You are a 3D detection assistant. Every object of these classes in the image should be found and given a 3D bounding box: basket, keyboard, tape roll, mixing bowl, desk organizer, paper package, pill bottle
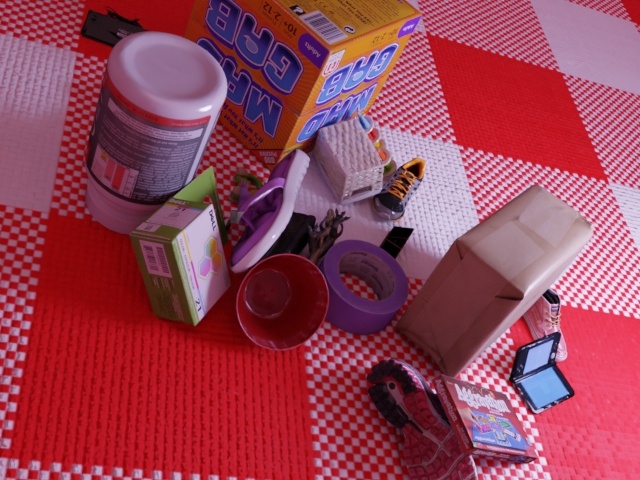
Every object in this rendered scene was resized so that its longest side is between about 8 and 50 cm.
[{"bbox_3d":[0.064,-0.185,1.896,0.113,0.103,0.167,-19,60,-16],"label":"basket"},{"bbox_3d":[-0.469,-0.493,1.975,0.192,0.038,0.100,19,68,-13],"label":"keyboard"},{"bbox_3d":[0.080,0.095,1.690,0.189,0.080,0.189,15,46,-16],"label":"tape roll"},{"bbox_3d":[-0.086,0.107,1.551,0.181,0.181,0.098,5,6,-24],"label":"mixing bowl"},{"bbox_3d":[0.160,0.011,1.827,0.047,0.050,0.130,34,44,4],"label":"desk organizer"},{"bbox_3d":[0.354,0.083,1.677,0.168,0.309,0.325,43,44,16],"label":"paper package"},{"bbox_3d":[-0.320,-0.185,1.526,0.210,0.363,0.210,15,46,-16],"label":"pill bottle"}]

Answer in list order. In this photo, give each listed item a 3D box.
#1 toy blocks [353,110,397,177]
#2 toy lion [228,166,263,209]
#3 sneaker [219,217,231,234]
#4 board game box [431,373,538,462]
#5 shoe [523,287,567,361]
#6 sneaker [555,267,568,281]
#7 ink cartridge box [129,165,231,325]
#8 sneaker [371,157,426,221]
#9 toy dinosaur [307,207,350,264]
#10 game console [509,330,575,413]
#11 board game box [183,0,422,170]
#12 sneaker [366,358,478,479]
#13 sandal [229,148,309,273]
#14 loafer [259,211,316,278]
[{"bbox_3d":[0.125,-0.234,1.965,0.148,0.054,0.123,50,16,-55],"label":"toy blocks"},{"bbox_3d":[-0.147,-0.102,1.785,0.096,0.034,0.100,23,43,-17],"label":"toy lion"},{"bbox_3d":[-0.214,-0.017,1.677,0.035,0.031,0.083,16,45,22],"label":"sneaker"},{"bbox_3d":[0.311,0.337,1.537,0.281,0.027,0.145,24,34,-50],"label":"board game box"},{"bbox_3d":[0.509,0.177,1.838,0.063,0.081,0.178,-4,53,-30],"label":"shoe"},{"bbox_3d":[0.482,0.009,1.926,0.256,0.151,0.094,13,48,-16],"label":"sneaker"},{"bbox_3d":[-0.220,0.002,1.524,0.097,0.188,0.255,10,38,27],"label":"ink cartridge box"},{"bbox_3d":[0.188,-0.125,1.942,0.084,0.083,0.215,32,45,0],"label":"sneaker"},{"bbox_3d":[0.000,0.000,1.704,0.064,0.118,0.268,29,43,7],"label":"toy dinosaur"},{"bbox_3d":[0.477,0.276,1.735,0.144,0.124,0.085,-14,32,-36],"label":"game console"},{"bbox_3d":[-0.061,-0.452,1.908,0.356,0.356,0.356,44,45,14],"label":"board game box"},{"bbox_3d":[0.204,0.346,1.509,0.112,0.121,0.299,13,46,-61],"label":"sneaker"},{"bbox_3d":[-0.126,-0.072,1.643,0.102,0.169,0.416,38,28,-12],"label":"sandal"},{"bbox_3d":[-0.083,0.012,1.691,0.078,0.080,0.220,22,36,11],"label":"loafer"}]
